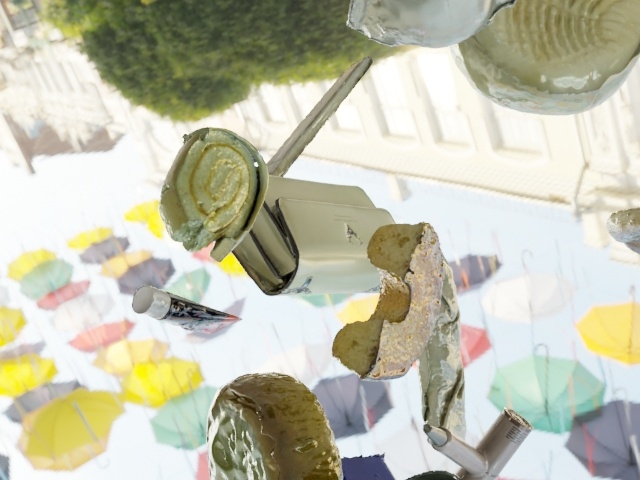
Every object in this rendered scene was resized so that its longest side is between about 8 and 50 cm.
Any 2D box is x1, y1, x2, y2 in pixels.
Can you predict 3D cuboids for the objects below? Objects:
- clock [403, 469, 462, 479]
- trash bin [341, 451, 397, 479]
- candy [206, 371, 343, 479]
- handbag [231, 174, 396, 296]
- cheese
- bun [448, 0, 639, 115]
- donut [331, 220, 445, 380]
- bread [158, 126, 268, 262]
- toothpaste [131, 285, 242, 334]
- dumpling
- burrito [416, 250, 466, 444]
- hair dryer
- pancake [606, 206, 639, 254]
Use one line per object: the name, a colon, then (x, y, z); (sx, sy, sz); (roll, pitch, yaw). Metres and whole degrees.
clock: (0.094, 0.355, 0.975); (0.215, 0.042, 0.215); (-37, -169, 8)
trash bin: (0.080, 0.449, 1.302); (0.162, 0.184, 0.234); (6, -144, -30)
candy: (-0.070, 0.304, 1.142); (0.118, 0.260, 0.260); (-4, -170, -34)
handbag: (0.000, 0.000, 1.667); (0.358, 0.237, 0.160); (3, 135, -49)
cheese: (-0.018, -0.250, 1.813); (0.400, 0.034, 0.085); (-52, -156, -22)
bun: (0.356, -0.364, 1.398); (0.364, 0.364, 0.202); (-27, 170, -17)
donut: (0.119, 0.109, 1.326); (0.101, 0.152, 0.259); (9, -109, 36)
bread: (-0.125, -0.054, 0.973); (0.064, 0.117, 0.156); (-21, -142, 46)
toothpaste: (-0.206, 0.114, 1.323); (0.071, 0.193, 0.045); (-26, -121, 25)
dumpling: (0.148, -0.339, 1.087); (0.247, 0.172, 0.142); (-16, -119, -4)
burrito: (0.231, 0.218, 1.660); (0.076, 0.392, 0.117); (-3, -176, 43)
hair dryer: (0.186, 0.318, 1.197); (0.053, 0.220, 0.195); (42, -77, 40)
pancake: (0.712, 0.023, 1.619); (0.356, 0.356, 0.065); (23, -93, 59)
